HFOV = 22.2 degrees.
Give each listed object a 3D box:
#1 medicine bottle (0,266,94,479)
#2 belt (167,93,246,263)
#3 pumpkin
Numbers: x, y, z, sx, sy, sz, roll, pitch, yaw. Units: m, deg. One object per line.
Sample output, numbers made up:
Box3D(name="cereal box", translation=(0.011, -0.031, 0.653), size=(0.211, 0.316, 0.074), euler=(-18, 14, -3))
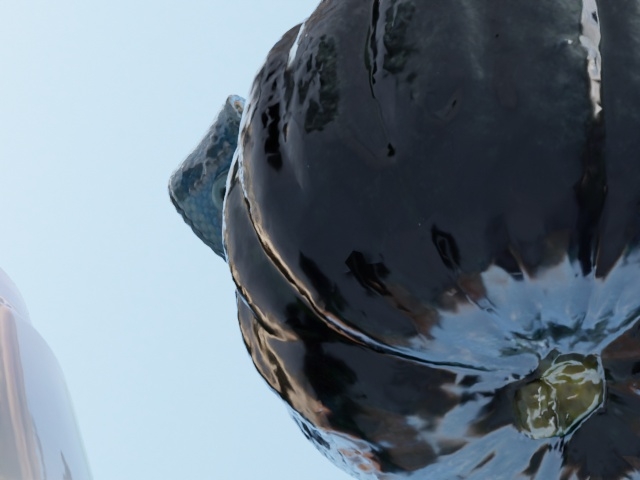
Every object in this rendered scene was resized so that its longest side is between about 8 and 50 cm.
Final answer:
Box3D(name="medicine bottle", translation=(-0.253, 0.153, 1.031), size=(0.213, 0.213, 0.379), euler=(-53, -152, 11))
Box3D(name="belt", translation=(-0.007, -0.005, 0.931), size=(0.163, 0.147, 0.082), euler=(44, -74, 26))
Box3D(name="pumpkin", translation=(0.076, -0.001, 0.543), size=(0.220, 0.220, 0.162), euler=(-37, -148, 31))
